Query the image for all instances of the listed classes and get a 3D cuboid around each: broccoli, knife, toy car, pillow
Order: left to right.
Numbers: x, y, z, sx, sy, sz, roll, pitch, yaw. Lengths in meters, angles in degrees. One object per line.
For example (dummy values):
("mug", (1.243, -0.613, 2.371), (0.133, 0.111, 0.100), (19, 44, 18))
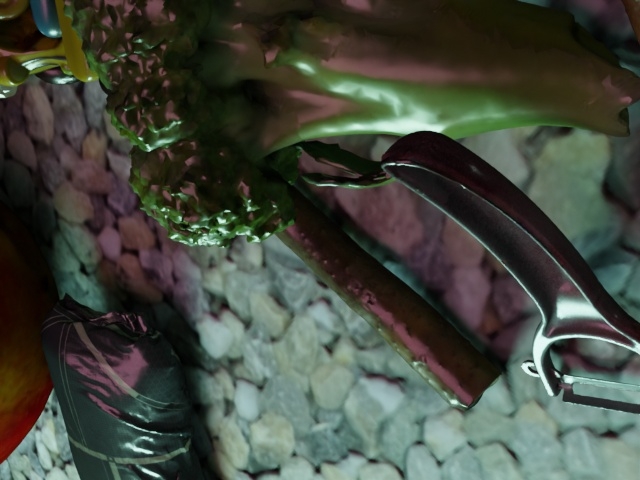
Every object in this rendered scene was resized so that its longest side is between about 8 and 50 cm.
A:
("toy car", (-0.205, -0.193, 0.893), (0.248, 0.142, 0.200), (15, 125, 37))
("pillow", (-0.177, 0.199, 1.171), (0.161, 0.092, 0.335), (17, 127, 34))
("broccoli", (0.001, -0.145, 0.727), (0.302, 0.186, 0.254), (-19, 101, 6))
("knife", (0.117, 0.017, 0.710), (0.123, 0.053, 0.278), (-1, 145, 42))

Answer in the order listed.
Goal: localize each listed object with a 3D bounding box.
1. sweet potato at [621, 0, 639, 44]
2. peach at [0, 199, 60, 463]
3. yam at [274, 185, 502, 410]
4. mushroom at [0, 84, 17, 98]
("sweet potato", (0.160, -0.185, 0.592), (0.065, 0.051, 0.218), (4, 119, 41))
("peach", (-0.441, 0.103, 1.170), (0.370, 0.370, 0.370), (26, 132, 33))
("yam", (0.000, 0.000, 0.890), (0.327, 0.045, 0.045), (44, 109, 16))
("mushroom", (-0.342, -0.235, 1.047), (0.096, 0.108, 0.247), (-40, 87, 20))
